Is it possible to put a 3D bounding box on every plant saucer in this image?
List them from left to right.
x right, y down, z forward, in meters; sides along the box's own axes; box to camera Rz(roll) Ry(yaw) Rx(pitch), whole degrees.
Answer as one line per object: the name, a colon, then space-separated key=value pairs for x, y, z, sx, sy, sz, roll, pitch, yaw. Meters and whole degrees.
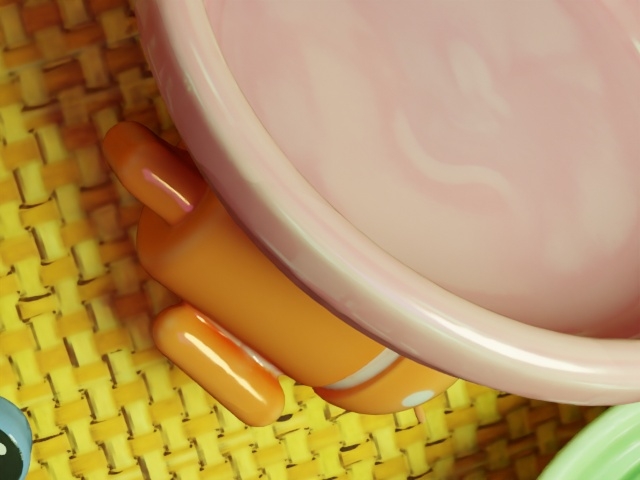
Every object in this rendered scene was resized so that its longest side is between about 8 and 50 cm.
plant saucer: x=0.068 y=-0.073 z=0.693 sx=0.332 sy=0.332 sz=0.084 roll=19 pitch=143 yaw=-20

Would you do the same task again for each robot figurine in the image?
robot figurine: x=0.001 y=-0.001 z=0.760 sx=0.219 sy=0.128 sz=0.158 roll=38 pitch=53 yaw=-22

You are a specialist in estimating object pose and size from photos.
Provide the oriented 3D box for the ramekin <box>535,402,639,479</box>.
ramekin: x=0.242 y=0.214 z=0.822 sx=0.303 sy=0.148 sz=0.303 roll=-2 pitch=82 yaw=12

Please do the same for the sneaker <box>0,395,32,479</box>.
sneaker: x=-0.250 y=0.140 z=0.762 sx=0.232 sy=0.090 sz=0.081 roll=-17 pitch=111 yaw=-8
